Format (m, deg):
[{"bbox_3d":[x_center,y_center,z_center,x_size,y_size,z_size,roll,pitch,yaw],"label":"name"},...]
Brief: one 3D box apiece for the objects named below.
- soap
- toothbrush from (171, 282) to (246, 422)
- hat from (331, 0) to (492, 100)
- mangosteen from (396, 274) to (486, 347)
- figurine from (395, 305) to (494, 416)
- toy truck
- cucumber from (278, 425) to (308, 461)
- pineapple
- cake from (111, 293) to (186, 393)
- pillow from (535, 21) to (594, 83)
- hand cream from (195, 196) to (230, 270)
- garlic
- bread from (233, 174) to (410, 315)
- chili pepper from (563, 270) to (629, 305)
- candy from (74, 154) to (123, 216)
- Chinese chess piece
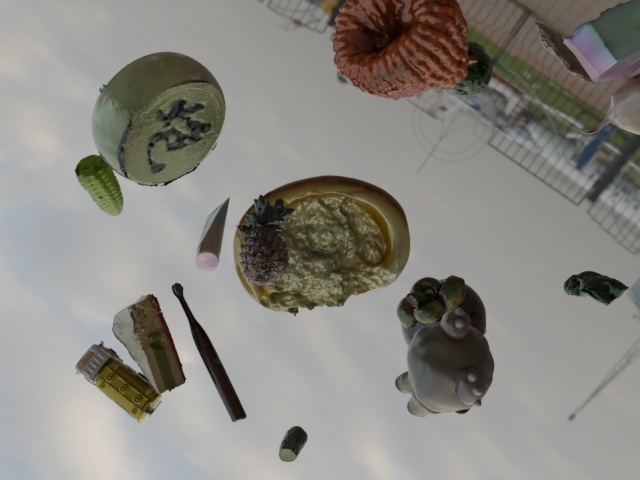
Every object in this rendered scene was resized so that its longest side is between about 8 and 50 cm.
[{"bbox_3d":[0.640,-0.416,1.488,0.324,0.193,0.109,-22,-99,-30],"label":"soap"},{"bbox_3d":[-0.269,0.264,1.719,0.363,0.041,0.041,63,-158,9],"label":"toothbrush"},{"bbox_3d":[0.223,-0.441,1.610,0.285,0.285,0.400,41,-158,23],"label":"hat"},{"bbox_3d":[0.394,0.256,2.361,0.311,0.311,0.311,31,-164,-10],"label":"mangosteen"},{"bbox_3d":[0.295,0.335,1.811,0.203,0.380,0.248,3,-119,-13],"label":"figurine"},{"bbox_3d":[-0.470,0.334,1.700,0.227,0.098,0.114,33,166,16],"label":"toy truck"},{"bbox_3d":[-0.077,0.561,1.989,0.064,0.064,0.112,36,-158,4],"label":"cucumber"},{"bbox_3d":[-0.094,0.002,1.249,0.083,0.103,0.221,38,-160,-24],"label":"pineapple"},{"bbox_3d":[-0.400,0.241,1.655,0.086,0.117,0.220,-23,-84,-43],"label":"cake"},{"bbox_3d":[0.752,-0.580,2.237,0.135,0.049,0.248,13,-138,-39],"label":"pillow"},{"bbox_3d":[-0.326,-0.028,2.185,0.070,0.111,0.312,38,-156,-25],"label":"hand cream"},{"bbox_3d":[0.700,-0.296,1.546,0.267,0.148,0.128,7,167,16],"label":"garlic"},{"bbox_3d":[0.005,0.023,1.758,0.245,0.424,0.328,76,-178,-73],"label":"bread"},{"bbox_3d":[0.803,0.136,2.110,0.061,0.098,0.224,45,169,-16],"label":"chili pepper"},{"bbox_3d":[-0.594,-0.141,1.975,0.097,0.097,0.209,46,162,35],"label":"candy"},{"bbox_3d":[-0.400,-0.301,1.822,0.146,0.349,0.349,44,-161,23],"label":"Chinese chess piece"}]
